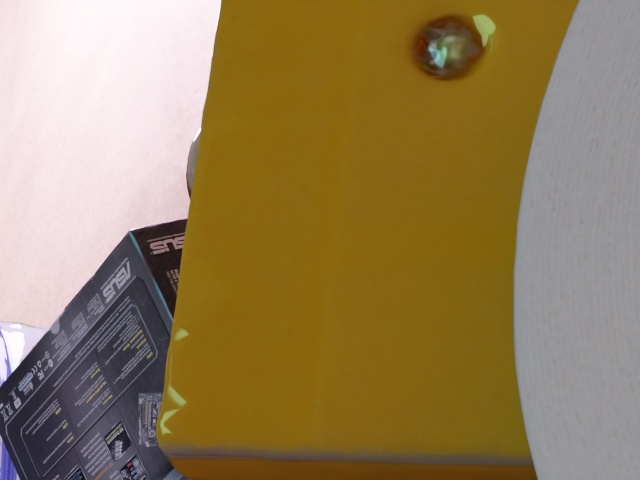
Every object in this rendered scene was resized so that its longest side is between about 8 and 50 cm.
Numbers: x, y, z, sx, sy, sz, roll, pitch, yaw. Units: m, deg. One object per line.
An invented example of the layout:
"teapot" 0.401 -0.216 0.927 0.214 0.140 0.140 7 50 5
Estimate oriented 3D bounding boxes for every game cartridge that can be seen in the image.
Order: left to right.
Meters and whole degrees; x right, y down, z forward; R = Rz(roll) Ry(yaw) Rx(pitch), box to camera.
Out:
"game cartridge" 0.122 -0.054 0.561 0.052 0.324 0.285 64 -150 -63

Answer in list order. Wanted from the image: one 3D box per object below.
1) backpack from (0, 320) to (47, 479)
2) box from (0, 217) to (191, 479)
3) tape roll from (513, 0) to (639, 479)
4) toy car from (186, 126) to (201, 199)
"backpack" -0.295 0.210 1.294 0.290 0.273 0.355 126 162 -47
"box" -0.109 0.122 1.062 0.231 0.056 0.183 -46 65 44
"tape roll" 0.224 -0.017 0.373 0.392 0.072 0.392 -20 54 30
"toy car" 0.000 0.000 0.980 0.188 0.149 0.155 93 -177 -59
